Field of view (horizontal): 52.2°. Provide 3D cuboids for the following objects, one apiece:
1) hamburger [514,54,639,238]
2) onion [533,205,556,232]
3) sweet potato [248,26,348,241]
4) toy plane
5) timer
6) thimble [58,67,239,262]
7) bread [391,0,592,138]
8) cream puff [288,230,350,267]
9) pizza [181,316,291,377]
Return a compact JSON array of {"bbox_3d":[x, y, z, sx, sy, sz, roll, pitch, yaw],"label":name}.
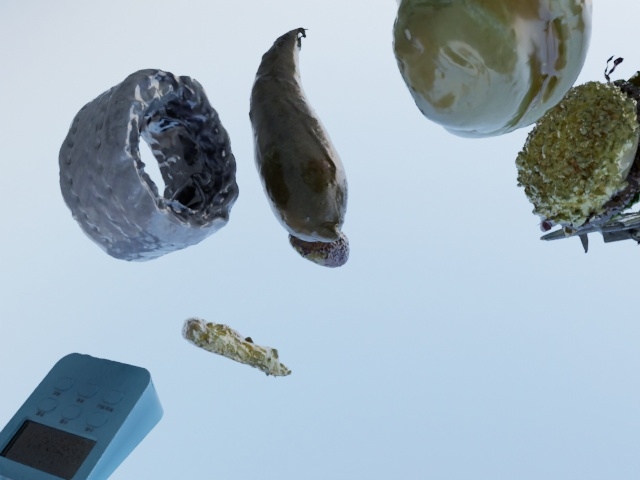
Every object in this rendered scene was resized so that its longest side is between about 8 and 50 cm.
[{"bbox_3d":[0.399,-0.139,0.981,0.243,0.138,0.262,-40,-142,53],"label":"hamburger"},{"bbox_3d":[0.524,-0.174,1.434,0.146,0.314,0.280,27,-114,2],"label":"onion"},{"bbox_3d":[-0.044,-0.170,1.012,0.130,0.130,0.423,-22,-122,16],"label":"sweet potato"},{"bbox_3d":[0.549,-0.021,1.226,0.262,0.192,0.088,-25,-102,29],"label":"toy plane"},{"bbox_3d":[-0.430,0.321,1.132,0.231,0.091,0.250,6,-146,24],"label":"timer"},{"bbox_3d":[-0.231,-0.102,0.904,0.157,0.217,0.246,-15,-100,37],"label":"thimble"},{"bbox_3d":[0.192,-0.277,0.727,0.210,0.301,0.341,-10,-152,26],"label":"bread"},{"bbox_3d":[0.000,0.000,1.462,0.084,0.149,0.149,-65,-148,15],"label":"cream puff"},{"bbox_3d":[-0.199,0.253,1.570,0.075,0.287,0.280,-67,-166,-9],"label":"pizza"}]
